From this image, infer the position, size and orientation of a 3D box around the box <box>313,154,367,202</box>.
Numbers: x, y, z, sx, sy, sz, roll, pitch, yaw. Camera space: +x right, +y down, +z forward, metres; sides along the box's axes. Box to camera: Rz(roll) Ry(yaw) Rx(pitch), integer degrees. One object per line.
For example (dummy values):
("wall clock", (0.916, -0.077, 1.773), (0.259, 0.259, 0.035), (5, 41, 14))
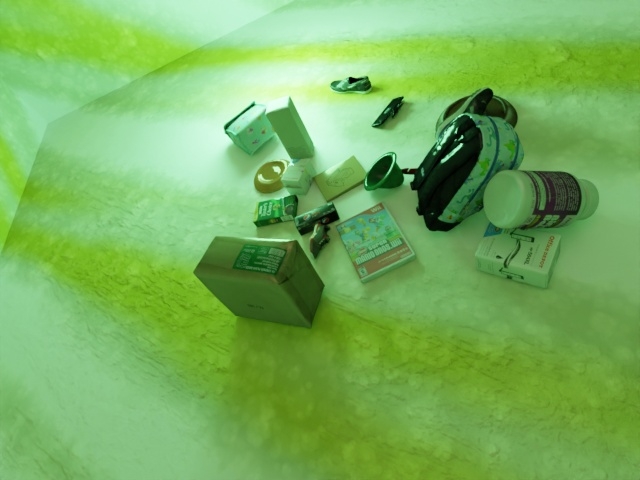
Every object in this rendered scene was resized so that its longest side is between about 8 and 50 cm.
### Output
("box", (0.085, -0.257, 1.789), (0.201, 0.021, 0.165), (-28, 48, 1))

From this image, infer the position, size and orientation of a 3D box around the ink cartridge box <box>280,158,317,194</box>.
("ink cartridge box", (-0.094, -0.263, 1.828), (0.092, 0.090, 0.143), (9, 60, 30))

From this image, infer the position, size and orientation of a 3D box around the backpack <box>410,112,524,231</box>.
("backpack", (0.463, -0.238, 1.385), (0.273, 0.356, 0.290), (0, 53, -4))

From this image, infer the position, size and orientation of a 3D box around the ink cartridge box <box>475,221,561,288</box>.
("ink cartridge box", (0.587, 0.037, 1.287), (0.203, 0.086, 0.148), (15, 62, 34))

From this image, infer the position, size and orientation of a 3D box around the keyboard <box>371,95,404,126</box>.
("keyboard", (0.312, -0.568, 1.928), (0.192, 0.038, 0.100), (-53, 28, -18))

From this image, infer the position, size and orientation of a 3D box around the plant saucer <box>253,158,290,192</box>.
("plant saucer", (-0.214, -0.298, 1.947), (0.199, 0.037, 0.200), (-13, 51, 16))

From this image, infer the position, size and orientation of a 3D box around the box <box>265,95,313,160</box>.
("box", (-0.128, -0.482, 1.889), (0.113, 0.275, 0.094), (-11, 49, 17))

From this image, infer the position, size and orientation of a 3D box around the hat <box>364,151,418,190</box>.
("hat", (0.300, -0.226, 1.670), (0.208, 0.183, 0.173), (-11, 53, 61))

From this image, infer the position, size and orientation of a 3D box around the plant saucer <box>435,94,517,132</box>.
("plant saucer", (0.610, -0.484, 1.710), (0.310, 0.050, 0.311), (-13, 49, 15))

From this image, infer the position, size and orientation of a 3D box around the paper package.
("paper package", (-0.190, 0.135, 1.416), (0.324, 0.310, 0.168), (4, 57, 26))

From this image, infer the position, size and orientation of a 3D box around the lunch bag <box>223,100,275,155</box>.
("lunch bag", (-0.350, -0.565, 2.139), (0.223, 0.160, 0.262), (-42, 38, -6))

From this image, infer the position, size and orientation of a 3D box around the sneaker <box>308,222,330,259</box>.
("sneaker", (0.000, 0.000, 1.604), (0.064, 0.061, 0.158), (3, 56, 18))

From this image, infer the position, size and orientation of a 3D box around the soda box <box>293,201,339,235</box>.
("soda box", (-0.015, -0.084, 1.673), (0.168, 0.060, 0.053), (-23, 50, 6))

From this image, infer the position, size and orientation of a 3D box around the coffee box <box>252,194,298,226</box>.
("coffee box", (-0.186, -0.123, 1.794), (0.184, 0.040, 0.113), (-9, 52, 18))

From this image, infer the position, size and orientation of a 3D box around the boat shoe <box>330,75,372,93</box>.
("boat shoe", (0.144, -0.776, 2.129), (0.232, 0.079, 0.084), (14, 63, 34))

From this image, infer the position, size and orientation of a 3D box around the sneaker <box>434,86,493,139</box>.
("sneaker", (0.569, -0.445, 1.616), (0.283, 0.107, 0.124), (-44, 64, -7))

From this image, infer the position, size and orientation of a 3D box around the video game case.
("video game case", (0.189, -0.001, 1.540), (0.203, 0.025, 0.285), (-26, 48, 4))

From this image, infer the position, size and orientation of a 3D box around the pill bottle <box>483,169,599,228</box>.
("pill bottle", (0.648, -0.119, 1.260), (0.301, 0.169, 0.169), (-2, 46, -19))
